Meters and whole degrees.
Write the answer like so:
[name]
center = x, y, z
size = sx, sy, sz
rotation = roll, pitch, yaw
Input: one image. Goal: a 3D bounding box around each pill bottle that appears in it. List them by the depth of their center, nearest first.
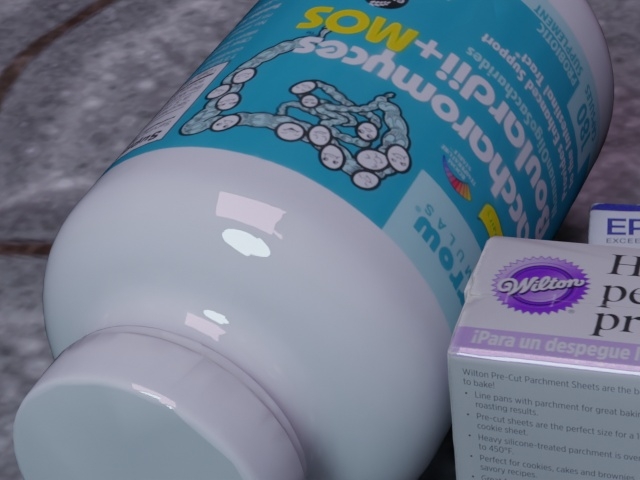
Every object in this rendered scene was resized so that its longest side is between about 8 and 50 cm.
[pill bottle]
center = 0.000, 0.000, 0.605
size = 0.146, 0.146, 0.264
rotation = 10, 41, 23

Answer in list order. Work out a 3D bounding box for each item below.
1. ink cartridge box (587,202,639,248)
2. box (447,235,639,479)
[ink cartridge box]
center = 0.193, 0.068, 0.557
size = 0.223, 0.045, 0.224
rotation = 1, 37, 11
[box]
center = 0.199, 0.052, 0.481
size = 0.324, 0.067, 0.063
rotation = 4, 36, 18
